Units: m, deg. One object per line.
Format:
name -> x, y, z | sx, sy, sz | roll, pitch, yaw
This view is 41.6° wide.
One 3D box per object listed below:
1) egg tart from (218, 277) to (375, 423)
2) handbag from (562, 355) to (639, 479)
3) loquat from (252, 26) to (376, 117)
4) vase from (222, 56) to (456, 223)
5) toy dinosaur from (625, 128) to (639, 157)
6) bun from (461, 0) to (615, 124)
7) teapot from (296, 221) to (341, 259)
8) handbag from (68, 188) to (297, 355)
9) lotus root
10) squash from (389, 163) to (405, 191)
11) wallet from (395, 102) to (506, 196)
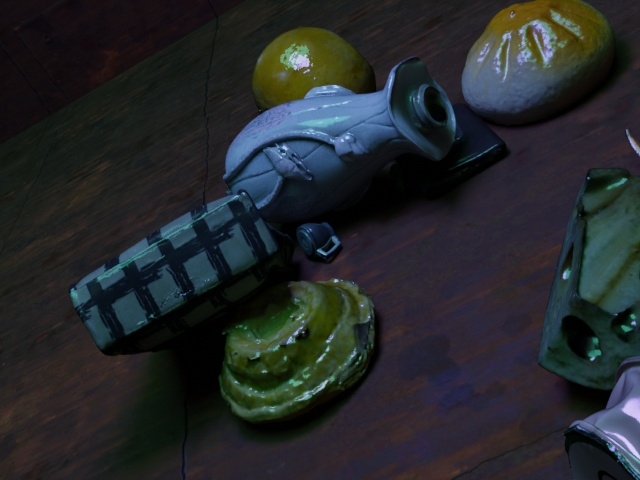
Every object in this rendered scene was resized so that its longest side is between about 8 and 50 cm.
egg tart -> -0.046, 0.152, 1.316 | 0.290, 0.115, 0.290 | -23, 33, 16
handbag -> 0.326, 0.219, 0.795 | 0.116, 0.179, 0.205 | -33, 30, -14
loquat -> -0.024, -0.329, 1.847 | 0.274, 0.275, 0.275 | -24, 31, 16
vase -> 0.031, -0.177, 1.568 | 0.445, 0.250, 0.250 | -18, 32, 39
toy dinosaur -> 0.528, -0.096, 1.183 | 0.101, 0.055, 0.279 | -44, 32, 0
bun -> 0.395, -0.363, 1.589 | 0.298, 0.165, 0.299 | -23, 30, 14
teapot -> 0.000, 0.000, 1.553 | 0.057, 0.066, 0.088 | -28, 48, -25
handbag -> -0.207, 0.066, 1.420 | 0.325, 0.163, 0.327 | -30, -8, 2
lotus root -> 0.379, 0.054, 1.039 | 0.210, 0.142, 0.314 | 20, 47, 23
squash -> 0.149, -0.122, 1.613 | 0.027, 0.027, 0.089 | -28, 31, 10
wallet -> 0.234, -0.177, 1.590 | 0.181, 0.049, 0.229 | -29, 31, 3
